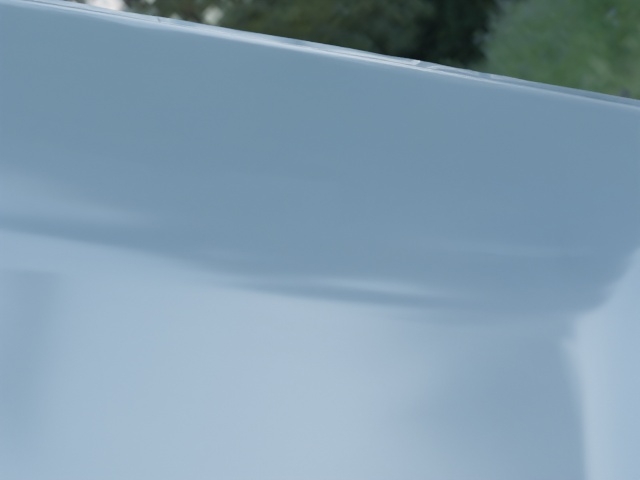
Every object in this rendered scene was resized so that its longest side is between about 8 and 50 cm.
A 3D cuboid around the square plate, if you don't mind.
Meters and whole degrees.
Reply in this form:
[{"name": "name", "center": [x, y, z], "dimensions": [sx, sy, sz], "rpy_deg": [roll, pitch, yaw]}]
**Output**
[{"name": "square plate", "center": [-0.047, 0.083, 0.266], "dimensions": [0.049, 0.344, 0.347], "rpy_deg": [110, 164, -45]}]
